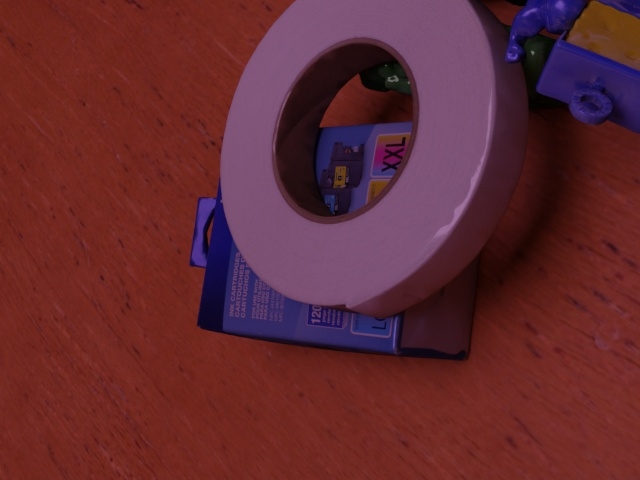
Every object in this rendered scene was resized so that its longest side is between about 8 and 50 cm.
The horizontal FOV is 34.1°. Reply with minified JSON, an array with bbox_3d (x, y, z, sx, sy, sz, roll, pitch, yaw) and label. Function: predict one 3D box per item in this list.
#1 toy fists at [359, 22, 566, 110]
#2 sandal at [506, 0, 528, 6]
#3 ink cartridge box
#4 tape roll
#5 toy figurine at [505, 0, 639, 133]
[{"bbox_3d":[0.159,-0.203,1.215,0.279,0.142,0.096,15,90,44],"label":"toy fists"},{"bbox_3d":[0.378,-0.317,1.043,0.446,0.168,0.107,-23,72,47],"label":"sandal"},{"bbox_3d":[0.000,0.000,1.312,0.396,0.151,0.269,1,81,44],"label":"ink cartridge box"},{"bbox_3d":[0.044,-0.111,1.148,0.392,0.072,0.391,-13,70,39],"label":"tape roll"},{"bbox_3d":[0.256,-0.210,0.960,0.363,0.191,0.217,25,62,6],"label":"toy figurine"}]
